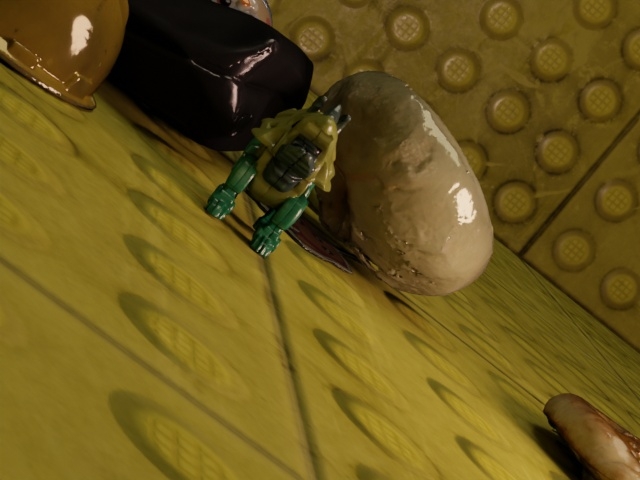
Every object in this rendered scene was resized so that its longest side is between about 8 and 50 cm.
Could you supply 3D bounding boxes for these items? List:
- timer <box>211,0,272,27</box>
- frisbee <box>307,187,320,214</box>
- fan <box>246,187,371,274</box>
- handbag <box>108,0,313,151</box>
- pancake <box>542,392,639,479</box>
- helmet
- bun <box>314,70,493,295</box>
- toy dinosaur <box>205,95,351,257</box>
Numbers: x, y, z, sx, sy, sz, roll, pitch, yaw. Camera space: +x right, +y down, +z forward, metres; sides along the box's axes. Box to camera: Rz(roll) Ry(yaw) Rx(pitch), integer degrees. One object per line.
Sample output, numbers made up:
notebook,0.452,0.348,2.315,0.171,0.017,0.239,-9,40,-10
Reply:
timer,-0.147,-0.314,2.468,0.175,0.175,0.255,38,9,-13
frisbee,0.088,-0.075,2.157,0.236,0.017,0.236,10,48,-11
fan,0.000,0.000,1.882,0.132,0.009,0.220,47,11,33
handbag,-0.170,-0.211,1.830,0.288,0.152,0.342,29,3,7
pancake,0.402,0.304,1.806,0.382,0.071,0.382,38,7,-6
helmet,-0.269,-0.244,1.541,0.257,0.140,0.205,38,7,-32
bun,0.075,-0.053,1.900,0.287,0.146,0.287,51,-17,22
toy dinosaur,-0.041,-0.071,1.623,0.094,0.153,0.259,41,-2,-7
